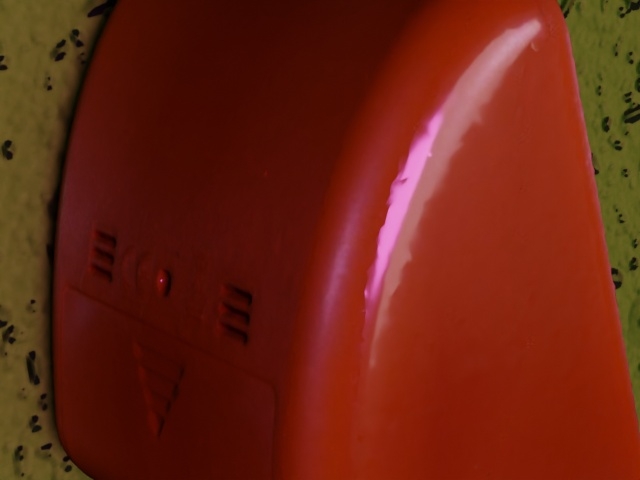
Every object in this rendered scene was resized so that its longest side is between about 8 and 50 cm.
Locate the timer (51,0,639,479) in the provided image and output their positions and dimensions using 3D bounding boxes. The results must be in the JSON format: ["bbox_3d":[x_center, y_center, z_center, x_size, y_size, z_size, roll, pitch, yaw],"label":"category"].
[{"bbox_3d":[0.000,0.000,0.737,0.161,0.257,0.250,-10,107,-33],"label":"timer"}]
